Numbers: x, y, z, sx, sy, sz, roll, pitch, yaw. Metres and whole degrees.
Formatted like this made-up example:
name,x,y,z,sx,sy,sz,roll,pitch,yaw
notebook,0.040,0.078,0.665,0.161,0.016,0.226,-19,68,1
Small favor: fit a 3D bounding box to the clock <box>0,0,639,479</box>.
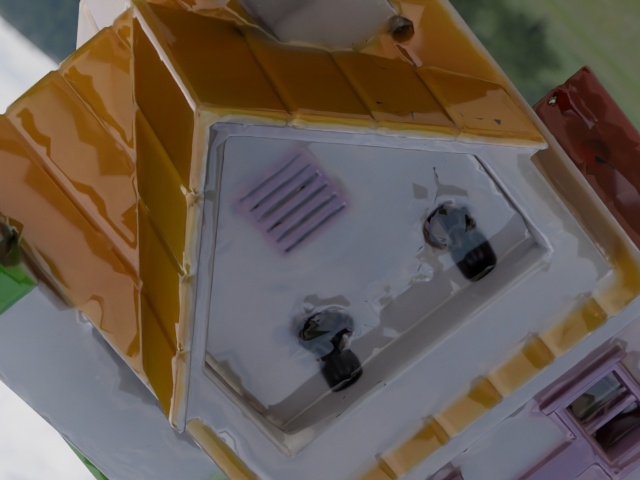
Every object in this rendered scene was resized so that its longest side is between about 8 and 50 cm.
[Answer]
name,x,y,z,sx,sy,sz,roll,pitch,yaw
clock,0.000,0.000,0.721,0.309,0.235,0.166,49,-175,-37
